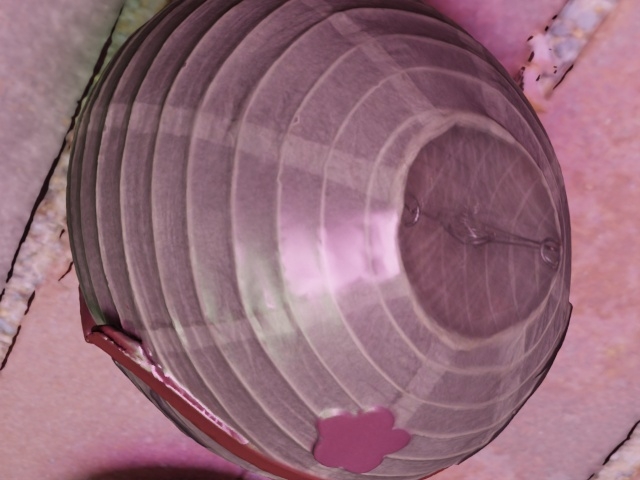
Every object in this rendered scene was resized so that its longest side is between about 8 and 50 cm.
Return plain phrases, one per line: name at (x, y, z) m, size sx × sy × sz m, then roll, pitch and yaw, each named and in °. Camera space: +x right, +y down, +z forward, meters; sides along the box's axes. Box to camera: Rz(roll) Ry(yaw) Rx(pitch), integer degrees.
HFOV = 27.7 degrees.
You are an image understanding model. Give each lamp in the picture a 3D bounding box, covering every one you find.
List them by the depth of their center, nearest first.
lamp at (0.000, 0.000, 0.621) m, size 0.265 × 0.233 × 0.233 m, roll 30°, pitch 128°, yaw -31°
